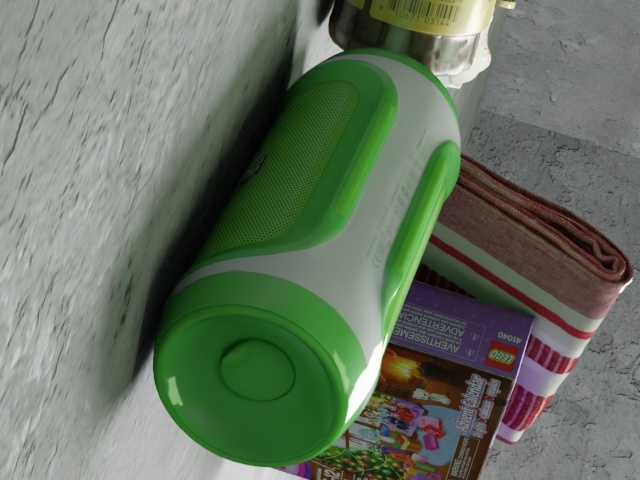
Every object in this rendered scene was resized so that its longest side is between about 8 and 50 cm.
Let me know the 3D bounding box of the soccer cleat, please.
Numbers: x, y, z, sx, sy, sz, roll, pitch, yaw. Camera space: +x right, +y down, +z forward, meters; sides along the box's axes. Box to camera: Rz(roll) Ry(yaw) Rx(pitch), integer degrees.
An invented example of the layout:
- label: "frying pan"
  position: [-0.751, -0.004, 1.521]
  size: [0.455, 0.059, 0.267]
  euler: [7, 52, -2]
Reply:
- label: "soccer cleat"
  position: [0.140, -0.197, 1.847]
  size: [0.196, 0.076, 0.068]
  euler: [145, -34, -71]

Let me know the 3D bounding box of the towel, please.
- label: "towel"
  position: [0.087, 0.025, 1.390]
  size: [0.037, 0.237, 0.329]
  euler: [-52, 171, -24]

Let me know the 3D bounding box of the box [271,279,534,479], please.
- label: "box"
  position: [0.037, 0.114, 1.432]
  size: [0.293, 0.201, 0.057]
  euler: [97, 12, -61]

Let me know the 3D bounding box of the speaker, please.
- label: "speaker"
  position: [0.000, 0.000, 1.111]
  size: [0.296, 0.131, 0.131]
  euler: [-64, 170, -54]

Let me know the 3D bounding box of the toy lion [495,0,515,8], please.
- label: "toy lion"
  position: [0.154, -0.273, 1.987]
  size: [0.100, 0.096, 0.034]
  euler: [45, -54, 50]

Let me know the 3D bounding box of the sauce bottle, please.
- label: "sauce bottle"
  position: [0.096, -0.279, 1.229]
  size: [0.111, 0.111, 0.344]
  euler: [-60, 168, -64]
